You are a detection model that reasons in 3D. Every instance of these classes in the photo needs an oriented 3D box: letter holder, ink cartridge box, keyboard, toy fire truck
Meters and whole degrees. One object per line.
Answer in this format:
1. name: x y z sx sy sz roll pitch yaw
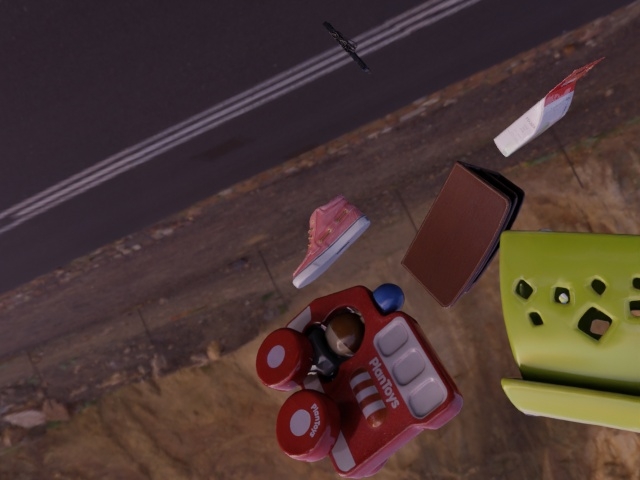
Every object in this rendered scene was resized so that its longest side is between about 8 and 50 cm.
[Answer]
1. letter holder: 0.367 -0.001 1.512 0.152 0.214 0.301 9 117 -34
2. ink cartridge box: 0.492 -0.280 1.331 0.181 0.056 0.225 -30 173 -44
3. keyboard: 0.085 -0.568 1.836 0.038 0.192 0.100 -43 177 18
4. toy fire truck: 0.057 0.198 0.969 0.254 0.302 0.169 -42 133 15

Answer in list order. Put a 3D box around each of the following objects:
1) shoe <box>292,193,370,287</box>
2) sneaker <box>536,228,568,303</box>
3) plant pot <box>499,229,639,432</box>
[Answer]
1. shoe: 0.000 0.000 1.131 0.178 0.081 0.063 -44 167 1
2. sneaker: 0.529 0.089 1.452 0.091 0.240 0.126 -27 -179 -18
3. plant pot: 0.339 0.111 0.747 0.228 0.207 0.227 2 170 29
